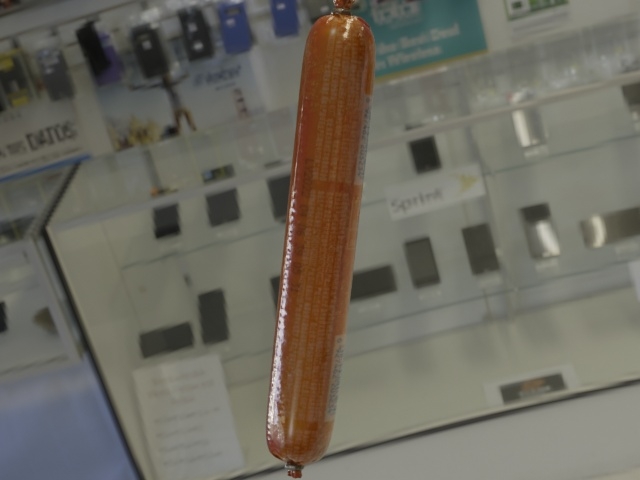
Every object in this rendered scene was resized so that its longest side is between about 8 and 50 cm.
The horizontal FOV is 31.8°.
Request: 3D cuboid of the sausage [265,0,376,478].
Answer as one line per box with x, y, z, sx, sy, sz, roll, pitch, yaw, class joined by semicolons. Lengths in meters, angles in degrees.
0.000;0.000;0.805;0.053;0.347;0.053;6;5;-1;sausage
